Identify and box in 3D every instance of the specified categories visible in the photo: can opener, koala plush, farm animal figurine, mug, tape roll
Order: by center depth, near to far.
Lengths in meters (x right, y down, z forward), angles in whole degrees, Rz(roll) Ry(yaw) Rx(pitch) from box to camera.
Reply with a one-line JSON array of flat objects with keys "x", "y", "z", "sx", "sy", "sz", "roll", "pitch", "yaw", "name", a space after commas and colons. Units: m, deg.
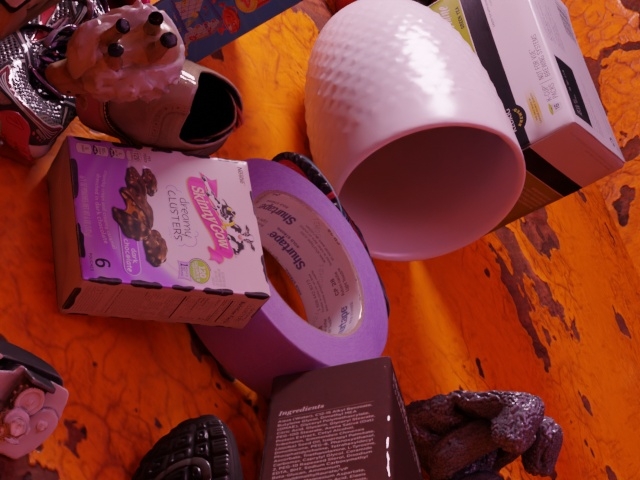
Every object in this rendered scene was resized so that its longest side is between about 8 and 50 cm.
[{"x": -0.308, "y": 0.091, "z": 0.989, "sx": 0.093, "sy": 0.074, "sz": 0.280, "roll": 38, "pitch": 0, "yaw": 43, "name": "can opener"}, {"x": -0.321, "y": -0.225, "z": 1.119, "sx": 0.326, "sy": 0.172, "sz": 0.330, "roll": -25, "pitch": 88, "yaw": -25, "name": "farm animal figurine"}, {"x": -0.045, "y": 0.045, "z": 1.471, "sx": 0.275, "sy": 0.090, "sz": 0.275, "roll": 38, "pitch": 33, "yaw": -31, "name": "tape roll"}, {"x": 0.194, "y": 0.319, "z": 1.659, "sx": 0.196, "sy": 0.203, "sz": 0.221, "roll": 44, "pitch": 49, "yaw": -60, "name": "koala plush"}, {"x": 0.116, "y": -0.151, "z": 1.868, "sx": 0.374, "sy": 0.276, "sz": 0.328, "roll": 82, "pitch": -6, "yaw": -51, "name": "mug"}]

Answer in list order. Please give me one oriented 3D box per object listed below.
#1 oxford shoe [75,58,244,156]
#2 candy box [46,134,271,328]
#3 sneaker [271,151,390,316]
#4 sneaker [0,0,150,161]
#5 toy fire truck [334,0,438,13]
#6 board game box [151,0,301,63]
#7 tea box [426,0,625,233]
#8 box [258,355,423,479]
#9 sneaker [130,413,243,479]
[{"x": -0.140, "y": -0.127, "z": 1.368, "sx": 0.348, "sy": 0.130, "sz": 0.123, "roll": 1, "pitch": 106, "yaw": -77, "name": "oxford shoe"}, {"x": -0.159, "y": -0.007, "z": 1.264, "sx": 0.196, "sy": 0.070, "sz": 0.165, "roll": 7, "pitch": 55, "yaw": -30, "name": "candy box"}, {"x": 0.000, "y": 0.000, "z": 1.671, "sx": 0.125, "sy": 0.104, "sz": 0.262, "roll": -85, "pitch": 150, "yaw": -73, "name": "sneaker"}, {"x": -0.261, "y": -0.191, "z": 1.290, "sx": 0.121, "sy": 0.112, "sz": 0.299, "roll": 52, "pitch": 27, "yaw": -24, "name": "sneaker"}, {"x": 0.157, "y": -0.471, "z": 2.230, "sx": 0.302, "sy": 0.254, "sz": 0.169, "roll": 24, "pitch": 45, "yaw": -55, "name": "toy fire truck"}, {"x": -0.058, "y": -0.338, "z": 1.611, "sx": 0.086, "sy": 0.302, "sz": 0.308, "roll": 58, "pitch": 25, "yaw": -13, "name": "board game box"}, {"x": 0.274, "y": -0.221, "z": 2.128, "sx": 0.220, "sy": 0.323, "sz": 0.329, "roll": 27, "pitch": 44, "yaw": -52, "name": "tea box"}, {"x": 0.026, "y": 0.295, "z": 1.229, "sx": 0.381, "sy": 0.143, "sz": 0.191, "roll": -88, "pitch": 164, "yaw": -63, "name": "box"}, {"x": -0.104, "y": 0.297, "z": 1.156, "sx": 0.130, "sy": 0.109, "sz": 0.286, "roll": 49, "pitch": 33, "yaw": -51, "name": "sneaker"}]
